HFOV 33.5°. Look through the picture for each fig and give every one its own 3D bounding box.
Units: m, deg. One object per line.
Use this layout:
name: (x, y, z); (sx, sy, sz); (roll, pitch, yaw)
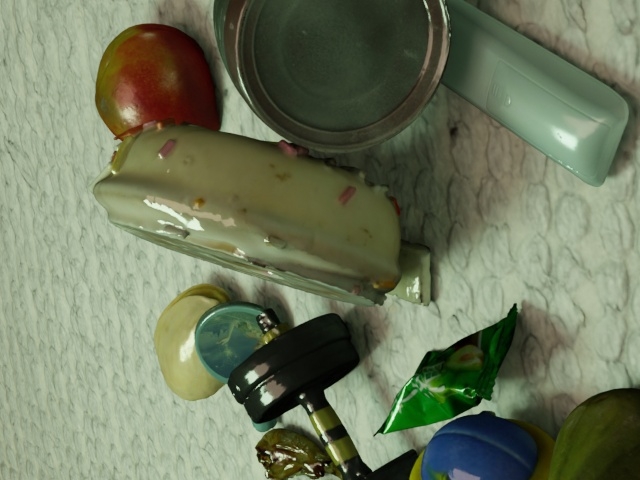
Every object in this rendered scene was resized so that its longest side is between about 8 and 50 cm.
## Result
fig: (0.292, 0.217, 1.091); (0.133, 0.184, 0.127); (15, 103, 49)

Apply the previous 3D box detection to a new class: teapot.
teapot: (-0.018, -0.290, 1.193); (0.312, 0.233, 0.315); (-128, 31, -62)

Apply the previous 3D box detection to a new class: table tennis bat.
table tennis bat: (-0.109, 0.194, 1.623); (0.149, 0.038, 0.237); (-6, 120, 9)

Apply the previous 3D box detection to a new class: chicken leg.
chicken leg: (-0.028, 0.339, 1.615); (0.178, 0.070, 0.093); (4, 83, 36)

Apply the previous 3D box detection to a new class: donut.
donut: (-0.075, -0.033, 1.259); (0.382, 0.382, 0.143); (11, 81, 47)

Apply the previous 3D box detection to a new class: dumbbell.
dumbbell: (0.017, 0.262, 1.431); (0.388, 0.185, 0.185); (59, 140, 14)

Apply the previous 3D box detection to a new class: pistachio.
pistachio: (-0.199, 0.166, 1.690); (0.145, 0.117, 0.201); (13, 124, 6)

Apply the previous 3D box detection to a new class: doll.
doll: (0.236, 0.315, 1.204); (0.310, 0.159, 0.243); (3, 119, 41)

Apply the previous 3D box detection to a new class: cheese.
cheese: (-0.002, 0.002, 1.463); (0.400, 0.034, 0.085); (21, 120, 44)

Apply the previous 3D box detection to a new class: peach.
peach: (-0.237, -0.221, 1.584); (0.190, 0.192, 0.190); (-37, 39, 39)

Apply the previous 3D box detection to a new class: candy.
candy: (0.156, 0.167, 1.269); (0.078, 0.141, 0.203); (55, 140, -1)

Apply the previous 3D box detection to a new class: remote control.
remote control: (0.199, -0.168, 1.141); (0.293, 0.051, 0.103); (42, 139, 34)

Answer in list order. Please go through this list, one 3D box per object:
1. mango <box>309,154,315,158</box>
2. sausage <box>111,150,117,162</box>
mango: (-0.038, -0.077, 1.449); (0.127, 0.063, 0.077); (-6, 107, 48)
sausage: (-0.288, -0.100, 1.726); (0.141, 0.076, 0.076); (48, 136, 24)
